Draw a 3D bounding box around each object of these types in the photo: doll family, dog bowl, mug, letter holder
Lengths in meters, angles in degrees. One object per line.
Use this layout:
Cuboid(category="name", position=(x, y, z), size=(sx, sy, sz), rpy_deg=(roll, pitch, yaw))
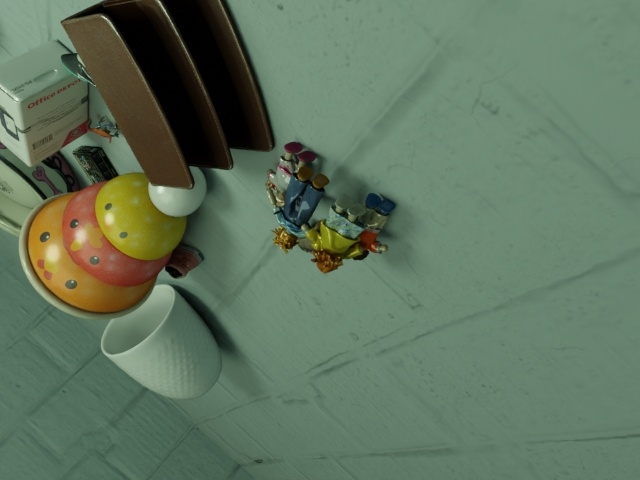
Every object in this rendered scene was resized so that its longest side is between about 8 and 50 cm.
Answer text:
Cuboid(category="doll family", position=(-0.014, -0.034, 0.866), size=(0.263, 0.118, 0.163), rpy_deg=(35, 135, 12))
Cuboid(category="dog bowl", position=(-0.907, -0.180, 1.513), size=(0.408, 0.150, 0.408), rpy_deg=(17, 142, 14))
Cuboid(category="mug", position=(-0.495, 0.329, 1.669), size=(0.328, 0.276, 0.374), rpy_deg=(56, 174, -33))
Cuboid(category="letter holder", position=(-0.229, -0.245, 0.835), size=(0.215, 0.152, 0.301), rpy_deg=(11, 136, 34))

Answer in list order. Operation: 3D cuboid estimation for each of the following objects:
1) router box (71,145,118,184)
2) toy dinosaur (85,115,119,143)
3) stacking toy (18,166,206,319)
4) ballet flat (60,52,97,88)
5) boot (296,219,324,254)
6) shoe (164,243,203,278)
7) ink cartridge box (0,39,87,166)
Cuboid(category="router box", position=(-0.586, -0.188, 1.343), size=(0.092, 0.038, 0.122), rpy_deg=(11, 136, 35))
Cuboid(category="toy dinosaur", position=(-0.506, -0.257, 1.168), size=(0.082, 0.090, 0.047), rpy_deg=(0, 119, 3))
Cuboid(category="stacking toy", position=(-0.435, -0.050, 1.183), size=(0.480, 0.350, 0.350), rpy_deg=(-32, 105, 34))
Cuboid(category="ballet flat", position=(-0.434, -0.333, 1.019), size=(0.203, 0.074, 0.074), rpy_deg=(41, 146, 11))
Cuboid(category="boot", position=(0.000, 0.000, 0.988), size=(0.119, 0.042, 0.087), rpy_deg=(19, 148, 24))
Cuboid(category="shoe", position=(-0.406, 0.051, 1.397), size=(0.178, 0.081, 0.063), rpy_deg=(11, 136, 36))
Cuboid(category="ink cartridge box", position=(-0.617, -0.300, 1.130), size=(0.100, 0.172, 0.237), rpy_deg=(41, 146, 0))
